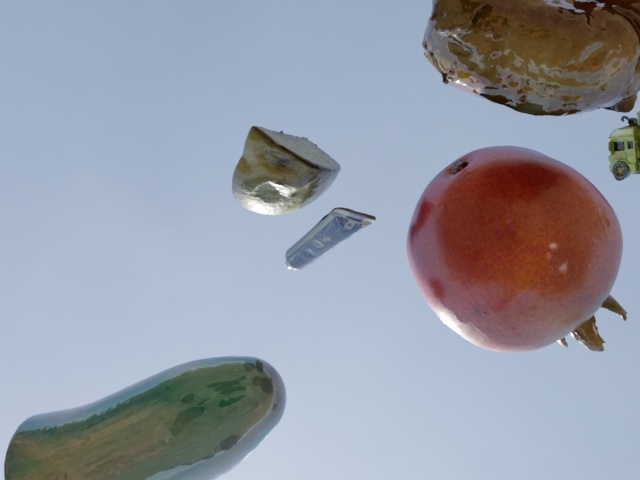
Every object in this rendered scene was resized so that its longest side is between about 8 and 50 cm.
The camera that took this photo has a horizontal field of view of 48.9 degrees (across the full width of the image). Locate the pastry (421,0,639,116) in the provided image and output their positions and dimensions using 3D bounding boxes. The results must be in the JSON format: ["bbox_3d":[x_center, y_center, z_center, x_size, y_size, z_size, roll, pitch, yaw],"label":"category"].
[{"bbox_3d":[0.188,-0.194,0.632,0.229,0.100,0.218,-22,-127,-28],"label":"pastry"}]

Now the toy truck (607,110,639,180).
[{"bbox_3d":[0.502,-0.144,1.025,0.077,0.169,0.100,-15,-79,-26],"label":"toy truck"}]

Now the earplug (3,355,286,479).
[{"bbox_3d":[-0.188,0.230,0.844,0.324,0.185,0.185,-29,-120,13],"label":"earplug"}]

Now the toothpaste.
[{"bbox_3d":[0.000,0.000,0.918,0.057,0.197,0.035,15,-117,-23],"label":"toothpaste"}]

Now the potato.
[{"bbox_3d":[-0.052,-0.064,0.857,0.081,0.149,0.120,43,-73,18],"label":"potato"}]

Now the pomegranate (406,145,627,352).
[{"bbox_3d":[0.213,0.021,0.750,0.256,0.221,0.221,40,-113,-9],"label":"pomegranate"}]
